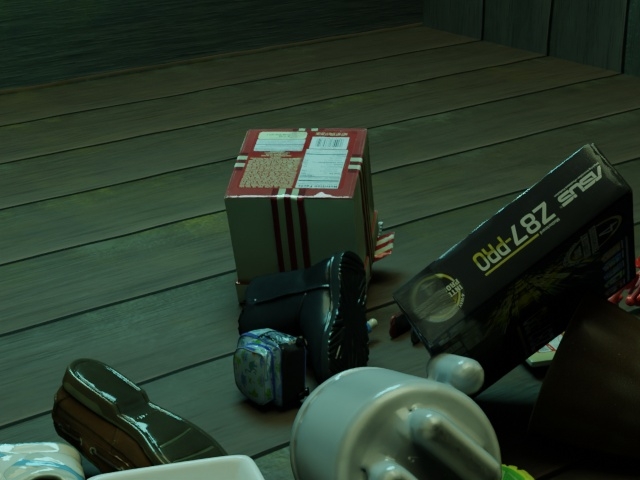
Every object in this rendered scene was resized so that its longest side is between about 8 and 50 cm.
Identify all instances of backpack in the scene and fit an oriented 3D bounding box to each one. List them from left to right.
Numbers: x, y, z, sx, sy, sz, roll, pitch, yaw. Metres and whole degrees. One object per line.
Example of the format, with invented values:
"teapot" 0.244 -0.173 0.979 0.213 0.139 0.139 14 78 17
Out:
"backpack" -0.080 0.183 1.997 0.084 0.105 0.114 -12 19 -33

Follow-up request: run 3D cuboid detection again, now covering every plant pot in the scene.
"plant pot" 0.427 0.211 1.837 0.230 0.215 0.215 24 27 17

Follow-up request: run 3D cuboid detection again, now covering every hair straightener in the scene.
"hair straightener" 0.211 0.123 2.269 0.089 0.047 0.230 15 21 34

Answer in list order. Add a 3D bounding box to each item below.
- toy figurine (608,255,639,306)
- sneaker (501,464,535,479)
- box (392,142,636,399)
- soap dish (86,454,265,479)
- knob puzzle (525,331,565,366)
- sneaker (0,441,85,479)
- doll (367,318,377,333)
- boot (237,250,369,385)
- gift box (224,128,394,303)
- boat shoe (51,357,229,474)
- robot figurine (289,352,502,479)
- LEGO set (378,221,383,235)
"toy figurine" 0.657 0.100 2.270 0.362 0.191 0.217 -13 54 -50
"sneaker" 0.207 0.347 1.557 0.123 0.109 0.295 -3 20 -11
"box" 0.273 0.058 1.838 0.318 0.395 0.097 -35 68 0
"soap dish" -0.140 0.358 1.504 0.228 0.118 0.291 -6 21 -16
"knob puzzle" 0.387 0.159 2.179 0.213 0.030 0.213 0 20 0
"sneaker" -0.406 0.305 1.688 0.228 0.087 0.092 -7 24 -14
"doll" 0.028 0.137 2.207 0.129 0.046 0.189 0 20 3
"boot" -0.031 0.146 2.101 0.207 0.247 0.094 -20 -36 35
"gift box" -0.013 -0.040 2.369 0.255 0.258 0.276 4 36 14
"boat shoe" -0.222 0.276 1.750 0.307 0.104 0.110 37 22 28
"robot figurine" 0.081 0.255 1.604 0.300 0.200 0.353 -48 12 -11
"LEGO set" 0.000 0.000 2.563 0.182 0.060 0.244 13 23 21
